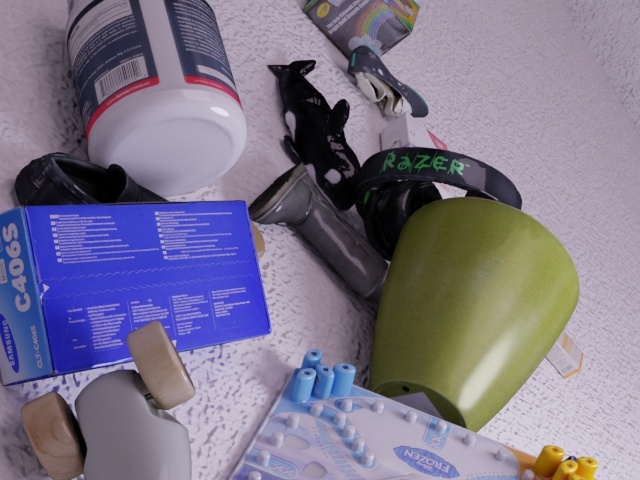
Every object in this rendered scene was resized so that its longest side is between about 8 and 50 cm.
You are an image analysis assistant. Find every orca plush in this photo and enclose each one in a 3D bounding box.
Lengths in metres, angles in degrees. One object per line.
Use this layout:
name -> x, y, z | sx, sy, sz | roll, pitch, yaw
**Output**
orca plush -> 0.018, -0.190, 1.779 | 0.151, 0.102, 0.287 | 26, 39, -39

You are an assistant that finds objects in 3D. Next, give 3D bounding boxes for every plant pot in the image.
plant pot -> 0.183, 0.137, 1.544 | 0.275, 0.275, 0.293 | 45, 47, -14

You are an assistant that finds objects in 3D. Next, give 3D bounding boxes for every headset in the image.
headset -> 0.197, -0.048, 1.750 | 0.394, 0.244, 0.185 | 64, 37, -59

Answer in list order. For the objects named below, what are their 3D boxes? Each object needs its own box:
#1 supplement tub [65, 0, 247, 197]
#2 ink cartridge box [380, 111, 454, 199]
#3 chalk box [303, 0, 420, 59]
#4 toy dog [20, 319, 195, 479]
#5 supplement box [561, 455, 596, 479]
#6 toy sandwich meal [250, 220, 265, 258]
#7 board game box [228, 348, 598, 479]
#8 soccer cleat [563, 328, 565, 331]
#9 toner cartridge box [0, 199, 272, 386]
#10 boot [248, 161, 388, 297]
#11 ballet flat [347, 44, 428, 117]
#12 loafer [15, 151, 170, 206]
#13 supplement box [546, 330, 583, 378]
supplement tub -> -0.207, -0.207, 1.385 | 0.191, 0.191, 0.272 | 19, 44, -45
ink cartridge box -> 0.169, -0.116, 1.952 | 0.115, 0.067, 0.198 | 35, 34, -30
chalk box -> 0.062, -0.446, 2.091 | 0.213, 0.132, 0.132 | 46, 30, -15
toy dog -> -0.144, 0.246, 1.026 | 0.161, 0.220, 0.333 | 66, 13, -61
supplement box -> 0.341, 0.487, 1.414 | 0.356, 0.194, 0.195 | 49, 30, -7
toy sandwich meal -> -0.107, 0.000, 1.475 | 0.086, 0.029, 0.085 | 35, 30, -24
board game box -> 0.099, 0.292, 1.225 | 0.390, 0.050, 0.390 | 21, 29, 8
soccer cleat -> 0.412, 0.139, 2.056 | 0.083, 0.036, 0.029 | 57, 30, 7
toner cartridge box -> -0.195, 0.046, 1.202 | 0.348, 0.075, 0.165 | -4, 79, -56
boot -> 0.001, -0.001, 1.599 | 0.208, 0.076, 0.189 | 56, 31, -8
ballet flat -> 0.119, -0.269, 2.058 | 0.203, 0.074, 0.074 | 41, 31, -32
loafer -> -0.237, -0.046, 1.283 | 0.223, 0.078, 0.076 | 18, 45, -46
supplement box -> 0.423, 0.189, 2.016 | 0.098, 0.036, 0.062 | 49, 30, -7
